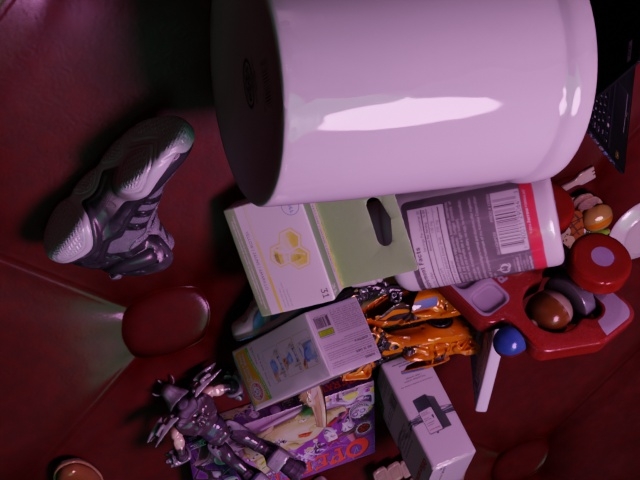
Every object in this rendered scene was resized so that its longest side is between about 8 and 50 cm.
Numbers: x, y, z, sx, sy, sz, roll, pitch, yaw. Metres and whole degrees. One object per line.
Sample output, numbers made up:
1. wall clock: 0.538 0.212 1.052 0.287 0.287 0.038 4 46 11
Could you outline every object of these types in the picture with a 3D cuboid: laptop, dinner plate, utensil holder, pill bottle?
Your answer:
1. laptop: 0.443 -0.263 1.525 0.137 0.234 0.264 -6 150 37
2. dinner plate: 0.591 -0.016 1.989 0.141 0.017 0.141 -16 134 -17
3. utensil holder: 0.086 -0.213 1.341 0.386 0.327 0.327 -8 131 -18
4. pill bottle: 0.189 -0.021 1.608 0.319 0.176 0.176 -11 136 12

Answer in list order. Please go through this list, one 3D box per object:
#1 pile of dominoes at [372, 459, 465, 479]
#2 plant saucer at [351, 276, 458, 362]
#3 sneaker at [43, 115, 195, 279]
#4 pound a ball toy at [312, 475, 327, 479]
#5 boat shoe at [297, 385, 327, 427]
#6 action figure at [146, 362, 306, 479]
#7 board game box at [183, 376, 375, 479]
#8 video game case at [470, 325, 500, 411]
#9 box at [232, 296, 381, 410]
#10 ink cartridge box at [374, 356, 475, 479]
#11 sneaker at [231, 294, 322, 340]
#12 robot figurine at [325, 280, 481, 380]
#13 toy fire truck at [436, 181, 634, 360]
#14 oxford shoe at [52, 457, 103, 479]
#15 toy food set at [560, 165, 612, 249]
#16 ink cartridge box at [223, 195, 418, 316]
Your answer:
1. pile of dominoes: 0.189 0.480 2.201 0.251 0.040 0.196 -16 133 -27
2. plant saucer: 0.133 0.108 1.835 0.241 0.037 0.241 -15 134 -16
3. sneaker: -0.237 -0.049 1.462 0.268 0.101 0.153 -41 136 17
4. pound a ball toy: -0.075 0.598 2.072 0.319 0.135 0.208 -43 135 12
5. boat shoe: -0.019 0.255 1.846 0.045 0.050 0.135 -12 93 1
6. action figure: -0.163 0.321 1.779 0.285 0.099 0.185 42 91 -15
7. board game box: -0.068 0.356 1.936 0.347 0.056 0.208 -17 137 -15
8. video game case: 0.285 0.160 1.862 0.023 0.183 0.201 4 130 0
9. box: -0.025 0.176 1.672 0.114 0.103 0.203 -14 168 -44
10. ink cartridge box: 0.178 0.319 1.894 0.087 0.208 0.153 -18 152 -14
11. sneaker: -0.060 0.082 1.679 0.229 0.092 0.087 -36 167 32
12. robot figurine: 0.130 0.146 1.779 0.291 0.085 0.211 -11 131 -20
13. toy fire truck: 0.327 0.069 1.715 0.254 0.302 0.169 -32 156 -24
14. oxford shoe: -0.390 0.443 1.817 0.076 0.076 0.212 -21 132 -9
15. toy food set: 0.447 -0.028 1.884 0.132 0.038 0.192 -30 135 -2
16. ink cartridge box: 0.000 0.000 1.539 0.235 0.056 0.171 -14 102 22
